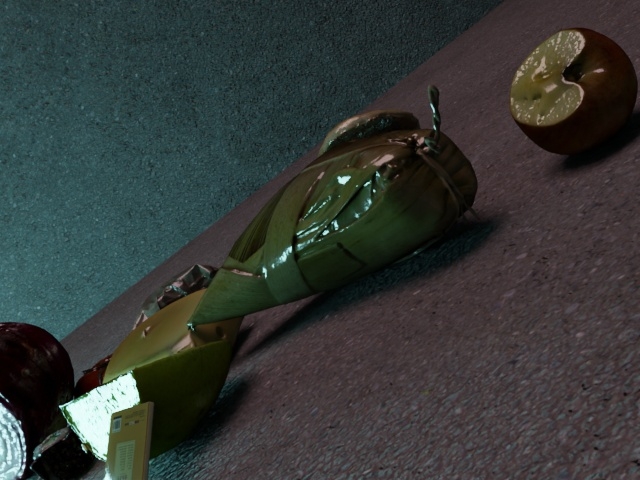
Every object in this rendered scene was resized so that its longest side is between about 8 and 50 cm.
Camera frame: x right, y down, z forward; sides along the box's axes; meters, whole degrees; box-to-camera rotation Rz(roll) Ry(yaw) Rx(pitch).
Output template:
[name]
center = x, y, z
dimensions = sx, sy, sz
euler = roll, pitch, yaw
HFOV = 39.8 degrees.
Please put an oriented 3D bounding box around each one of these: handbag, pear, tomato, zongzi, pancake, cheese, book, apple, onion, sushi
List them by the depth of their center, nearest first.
[book]
center = -0.264, 0.312, 1.201
dimensions = 0.118, 0.012, 0.172
euler = -23, 58, 48
[apple]
center = 0.387, -0.220, 1.328
dimensions = 0.173, 0.160, 0.195
euler = 135, 143, -60
[zongzi]
center = 0.014, 0.017, 1.388
dimensions = 0.467, 0.218, 0.500
euler = -45, 11, -12
[pear]
center = -0.239, 0.247, 1.396
dimensions = 0.239, 0.139, 0.288
euler = -27, -1, -43
[sushi]
center = -0.458, 0.387, 1.577
dimensions = 0.094, 0.084, 0.098
euler = -33, 15, -4
[cheese]
center = -0.295, 0.217, 1.683
dimensions = 0.316, 0.128, 0.259
euler = -32, 14, 29
[onion]
center = -0.641, 0.315, 1.811
dimensions = 0.281, 0.337, 0.260
euler = 13, 32, 10
[tomato]
center = -0.435, 0.290, 1.882
dimensions = 0.228, 0.101, 0.228
euler = -32, 10, 6
[pancake]
center = 0.108, -0.197, 1.972
dimensions = 0.282, 0.049, 0.282
euler = -17, -27, -9
[handbag]
center = -0.348, 0.147, 2.163
dimensions = 0.270, 0.117, 0.182
euler = -38, -2, -7

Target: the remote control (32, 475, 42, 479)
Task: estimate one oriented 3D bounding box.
[remote control]
center = -0.512, 0.430, 1.707
dimensions = 0.059, 0.028, 0.212
euler = -31, 12, 19
